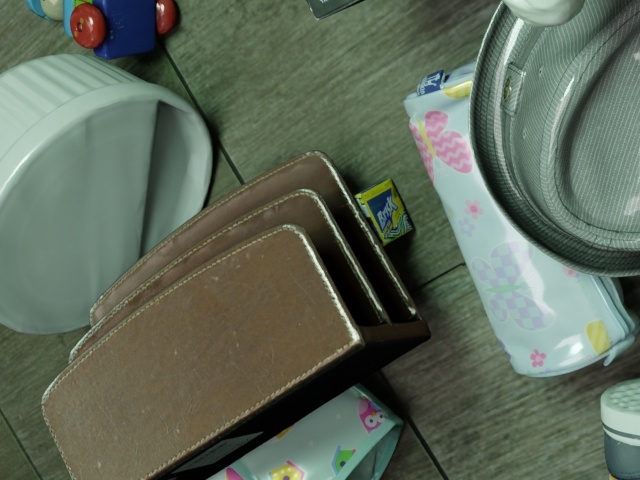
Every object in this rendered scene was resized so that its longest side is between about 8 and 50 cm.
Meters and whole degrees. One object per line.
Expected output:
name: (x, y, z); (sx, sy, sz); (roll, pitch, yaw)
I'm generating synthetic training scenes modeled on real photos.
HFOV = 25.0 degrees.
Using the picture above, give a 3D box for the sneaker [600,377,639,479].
sneaker: (0.379, 0.191, 1.142); (0.321, 0.126, 0.127); (5, 108, 40)

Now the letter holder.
letter holder: (-0.098, 0.070, 1.260); (0.302, 0.152, 0.214); (-34, 75, 22)

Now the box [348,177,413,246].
box: (0.000, 0.000, 1.349); (0.169, 0.059, 0.054); (-23, 94, 37)

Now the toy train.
toy train: (-0.216, -0.306, 1.353); (0.143, 0.105, 0.248); (23, 120, 39)

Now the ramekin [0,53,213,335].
ramekin: (-0.242, -0.053, 1.368); (0.127, 0.273, 0.273); (39, 126, 31)

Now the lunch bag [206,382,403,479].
lunch bag: (-0.065, 0.212, 1.419); (0.223, 0.160, 0.262); (37, 110, 20)

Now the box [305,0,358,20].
box: (0.114, -0.253, 1.099); (0.231, 0.183, 0.056); (-21, 99, 37)

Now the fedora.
fedora: (0.232, -0.101, 1.054); (0.243, 0.124, 0.275); (23, 101, 1)

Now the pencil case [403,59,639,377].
pencil case: (0.170, -0.024, 1.196); (0.124, 0.113, 0.273); (-15, 100, 40)

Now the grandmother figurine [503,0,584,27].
grandmother figurine: (0.222, -0.279, 0.923); (0.104, 0.342, 0.208); (28, 165, 49)
